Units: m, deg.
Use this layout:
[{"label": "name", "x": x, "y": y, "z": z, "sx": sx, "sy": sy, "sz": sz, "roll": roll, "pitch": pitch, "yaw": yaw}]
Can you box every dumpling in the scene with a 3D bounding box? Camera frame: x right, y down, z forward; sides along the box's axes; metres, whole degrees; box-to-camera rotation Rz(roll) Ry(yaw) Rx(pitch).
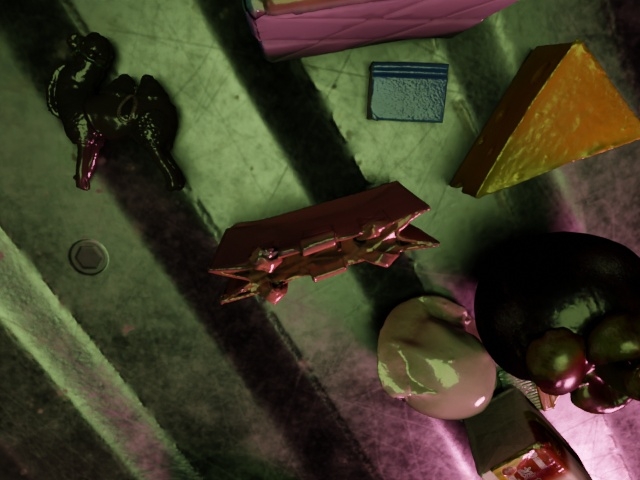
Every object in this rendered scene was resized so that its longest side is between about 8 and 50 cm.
[{"label": "dumpling", "x": 0.153, "y": 0.148, "z": 0.583, "sx": 0.177, "sy": 0.092, "sz": 0.150, "roll": 13, "pitch": 90, "yaw": 1}]

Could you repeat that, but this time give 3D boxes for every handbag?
[{"label": "handbag", "x": 0.000, "y": 0.000, "z": 0.491, "sx": 0.213, "sy": 0.157, "sz": 0.059, "roll": -15, "pitch": 105, "yaw": 0}]

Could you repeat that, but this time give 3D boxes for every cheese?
[{"label": "cheese", "x": 0.222, "y": -0.107, "z": 0.509, "sx": 0.171, "sy": 0.093, "sz": 0.126, "roll": -42, "pitch": 106, "yaw": 8}]

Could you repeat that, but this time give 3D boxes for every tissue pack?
[{"label": "tissue pack", "x": 0.275, "y": 0.288, "z": 0.610, "sx": 0.099, "sy": 0.106, "sz": 0.148, "roll": -39, "pitch": 105, "yaw": 20}]

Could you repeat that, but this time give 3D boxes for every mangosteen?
[{"label": "mangosteen", "x": 0.275, "y": 0.091, "z": 0.497, "sx": 0.194, "sy": 0.230, "sz": 0.194, "roll": -6, "pitch": 124, "yaw": -10}]

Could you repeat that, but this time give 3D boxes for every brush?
[{"label": "brush", "x": 0.357, "y": 0.182, "z": 0.638, "sx": 0.218, "sy": 0.010, "sz": 0.082, "roll": -19, "pitch": 106, "yaw": 4}]

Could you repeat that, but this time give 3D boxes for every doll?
[{"label": "doll", "x": -0.219, "y": -0.133, "z": 0.497, "sx": 0.139, "sy": 0.057, "sz": 0.165, "roll": -1, "pitch": 101, "yaw": 0}]

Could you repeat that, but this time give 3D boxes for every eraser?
[{"label": "eraser", "x": 0.096, "y": -0.164, "z": 0.520, "sx": 0.085, "sy": 0.027, "sz": 0.063, "roll": 1, "pitch": 107, "yaw": -4}]

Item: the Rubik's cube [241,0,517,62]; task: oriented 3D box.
[{"label": "Rubik's cube", "x": 0.036, "y": -0.289, "z": 0.380, "sx": 0.222, "sy": 0.231, "sz": 0.224, "roll": -9, "pitch": 104, "yaw": -2}]
